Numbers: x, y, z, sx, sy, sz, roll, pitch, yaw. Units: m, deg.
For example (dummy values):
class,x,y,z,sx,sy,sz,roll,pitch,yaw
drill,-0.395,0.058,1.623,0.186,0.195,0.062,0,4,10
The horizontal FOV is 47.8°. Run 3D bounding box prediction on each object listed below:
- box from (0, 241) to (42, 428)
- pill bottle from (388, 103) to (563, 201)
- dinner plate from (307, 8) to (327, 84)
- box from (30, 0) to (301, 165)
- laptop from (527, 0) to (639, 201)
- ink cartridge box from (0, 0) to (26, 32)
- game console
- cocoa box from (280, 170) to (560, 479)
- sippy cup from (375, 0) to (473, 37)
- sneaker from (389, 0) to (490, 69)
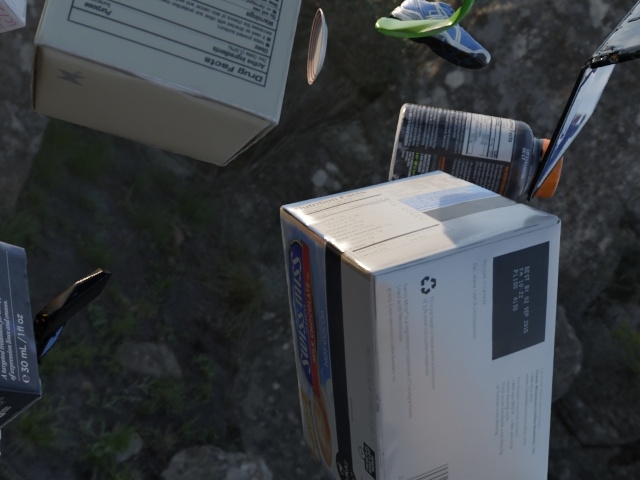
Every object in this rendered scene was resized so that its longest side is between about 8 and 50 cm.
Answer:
class,x,y,z,sx,sy,sz,roll,pitch,yaw
box,-0.665,0.129,1.093,0.396,0.212,0.293,24,37,-49
pill bottle,0.234,-0.125,1.095,0.246,0.130,0.130,10,15,5
dinner plate,-0.005,-0.366,1.373,0.017,0.141,0.141,6,29,-11
box,-0.095,-0.189,0.499,0.149,0.232,0.127,16,-14,-21
laptop,0.344,-0.161,0.704,0.234,0.265,0.136,-44,119,-43
ink cartridge box,-0.562,-0.527,1.209,0.185,0.065,0.310,64,18,-63
game console,-0.660,0.207,1.842,0.044,0.361,0.213,44,44,1
cocoa box,0.110,0.123,0.842,0.228,0.232,0.346,36,-44,58
sippy cup,0.104,-0.434,0.921,0.224,0.305,0.240,7,-1,17
sneaker,0.228,-0.391,1.331,0.211,0.081,0.080,38,-2,19
